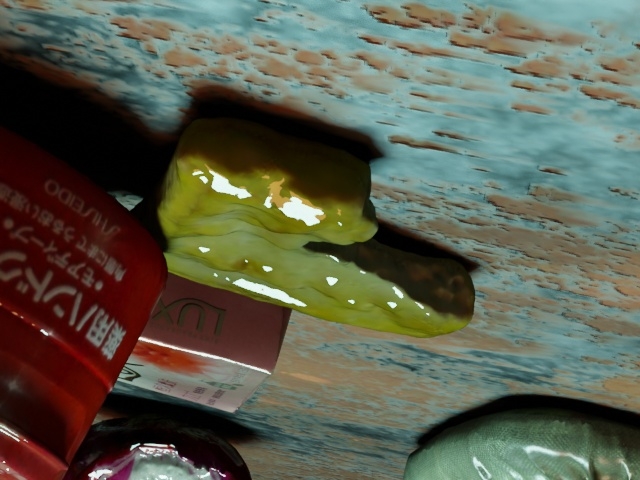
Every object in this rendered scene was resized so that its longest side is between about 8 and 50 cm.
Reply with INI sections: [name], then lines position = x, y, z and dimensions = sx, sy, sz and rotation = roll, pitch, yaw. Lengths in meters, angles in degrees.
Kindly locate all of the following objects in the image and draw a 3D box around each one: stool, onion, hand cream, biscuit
[stool]
position = 0.206, 0.266, 1.103
dimensions = 0.310, 0.226, 0.310
rotation = 17, 162, -7
[onion]
position = -0.144, 0.238, 1.341
dimensions = 0.173, 0.198, 0.135
rotation = 9, -167, 2
[hand cream]
position = -0.174, 0.021, 0.714
dimensions = 0.193, 0.125, 0.193
rotation = 24, 165, 7
[biscuit]
position = 0.000, 0.000, 0.723
dimensions = 0.174, 0.039, 0.183
rotation = 17, 163, -8

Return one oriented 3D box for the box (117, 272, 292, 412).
[box]
position = -0.082, 0.048, 0.904
dimensions = 0.111, 0.060, 0.156
rotation = 16, 162, -6
